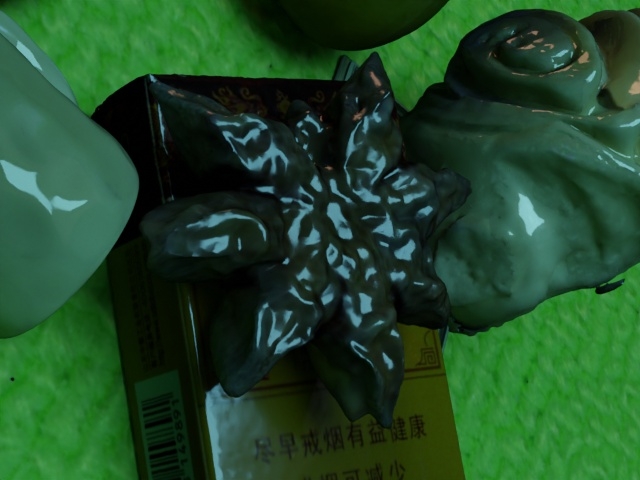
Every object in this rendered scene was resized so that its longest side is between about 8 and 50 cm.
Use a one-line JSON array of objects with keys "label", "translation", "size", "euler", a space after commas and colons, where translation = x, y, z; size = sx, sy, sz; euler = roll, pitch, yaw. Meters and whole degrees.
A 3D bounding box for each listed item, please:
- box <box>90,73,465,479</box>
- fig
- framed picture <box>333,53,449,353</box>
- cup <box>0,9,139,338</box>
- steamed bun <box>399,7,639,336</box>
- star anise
[{"label": "box", "translation": [-0.030, 0.070, 1.105], "size": [0.264, 0.116, 0.415], "euler": [-4, 78, -37]}, {"label": "fig", "translation": [0.048, -0.298, 1.258], "size": [0.207, 0.230, 0.207], "euler": [50, 5, -6]}, {"label": "framed picture", "translation": [0.068, -0.013, 1.315], "size": [0.232, 0.019, 0.296], "euler": [38, 53, -29]}, {"label": "cup", "translation": [-0.237, -0.085, 0.934], "size": [0.202, 0.173, 0.255], "euler": [43, 51, -27]}, {"label": "steamed bun", "translation": [0.221, -0.105, 1.248], "size": [0.394, 0.346, 0.237], "euler": [-39, 110, -25]}, {"label": "star anise", "translation": [-0.004, -0.019, 1.008], "size": [0.315, 0.108, 0.315], "euler": [5, 80, -32]}]
